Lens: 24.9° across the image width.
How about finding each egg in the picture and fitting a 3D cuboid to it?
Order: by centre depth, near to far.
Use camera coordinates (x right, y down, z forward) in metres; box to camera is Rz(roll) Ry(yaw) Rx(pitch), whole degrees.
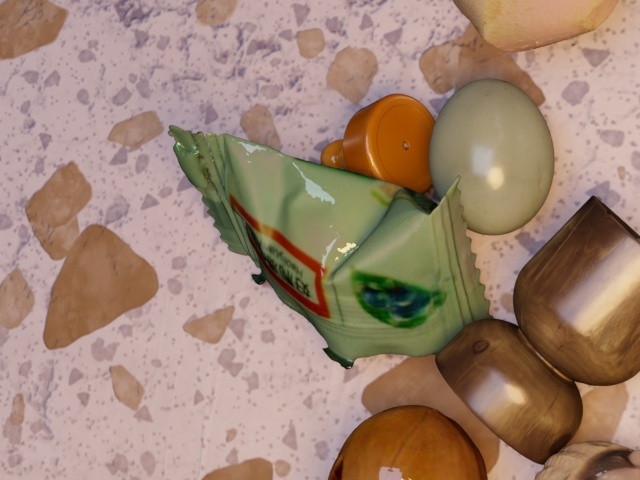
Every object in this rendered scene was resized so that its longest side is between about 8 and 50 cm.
[{"bbox_3d":[0.204,-0.100,1.734,0.149,0.149,0.192,-10,68,23],"label":"egg"}]

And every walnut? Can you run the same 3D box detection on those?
[{"bbox_3d":[0.099,0.338,1.692,0.203,0.203,0.298,10,104,26],"label":"walnut"}]

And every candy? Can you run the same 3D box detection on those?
[{"bbox_3d":[0.003,-0.005,1.766,0.398,0.263,0.172,23,50,31],"label":"candy"}]

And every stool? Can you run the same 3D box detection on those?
[{"bbox_3d":[0.284,0.101,1.648,0.264,0.179,0.179,-47,66,11],"label":"stool"}]

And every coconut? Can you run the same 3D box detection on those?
[{"bbox_3d":[0.255,-0.344,1.719,0.233,0.233,0.245,-40,67,14],"label":"coconut"}]

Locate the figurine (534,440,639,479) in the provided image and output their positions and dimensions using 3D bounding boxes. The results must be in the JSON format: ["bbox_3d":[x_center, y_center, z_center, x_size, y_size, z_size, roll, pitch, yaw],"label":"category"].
[{"bbox_3d":[0.380,0.315,1.559,0.332,0.204,0.185,1,87,21],"label":"figurine"}]

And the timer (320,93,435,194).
[{"bbox_3d":[0.057,-0.109,1.837,0.152,0.132,0.132,-9,77,49],"label":"timer"}]
